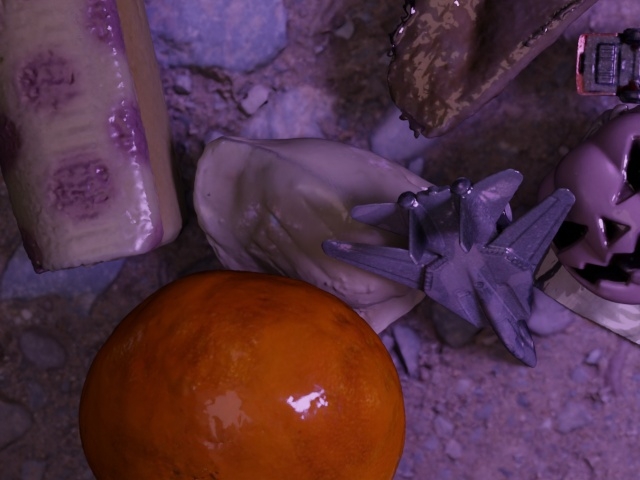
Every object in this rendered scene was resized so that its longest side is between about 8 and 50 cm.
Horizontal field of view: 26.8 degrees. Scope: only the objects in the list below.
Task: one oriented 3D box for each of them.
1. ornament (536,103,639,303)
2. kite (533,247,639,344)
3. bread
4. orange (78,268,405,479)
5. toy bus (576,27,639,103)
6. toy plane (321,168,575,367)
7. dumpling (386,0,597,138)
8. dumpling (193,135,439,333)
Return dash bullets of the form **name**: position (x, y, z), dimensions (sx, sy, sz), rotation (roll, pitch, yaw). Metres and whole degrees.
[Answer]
- **ornament**: position (0.267, -0.038, 1.128), dimensions (0.178, 0.177, 0.177), rotation (1, 94, 11)
- **kite**: position (0.356, 0.054, 1.203), dimensions (0.310, 0.015, 0.169), rotation (36, 99, 8)
- **bread**: position (-0.227, -0.146, 1.220), dimensions (0.155, 0.187, 0.338), rotation (-11, 92, 8)
- **orange**: position (-0.066, 0.157, 1.164), dimensions (0.284, 0.226, 0.283), rotation (8, 141, 7)
- **toy bus**: position (0.319, -0.150, 1.164), dimensions (0.192, 0.077, 0.065), rotation (2, 97, 9)
- **toy plane**: position (0.143, 0.029, 1.153), dimensions (0.212, 0.267, 0.088), rotation (-13, 57, 22)
- **dumpling**: position (0.184, -0.239, 1.182), dimensions (0.332, 0.086, 0.166), rotation (-36, 73, 13)
- **dumpling**: position (0.000, 0.000, 1.209), dimensions (0.252, 0.131, 0.179), rotation (16, 116, -11)
